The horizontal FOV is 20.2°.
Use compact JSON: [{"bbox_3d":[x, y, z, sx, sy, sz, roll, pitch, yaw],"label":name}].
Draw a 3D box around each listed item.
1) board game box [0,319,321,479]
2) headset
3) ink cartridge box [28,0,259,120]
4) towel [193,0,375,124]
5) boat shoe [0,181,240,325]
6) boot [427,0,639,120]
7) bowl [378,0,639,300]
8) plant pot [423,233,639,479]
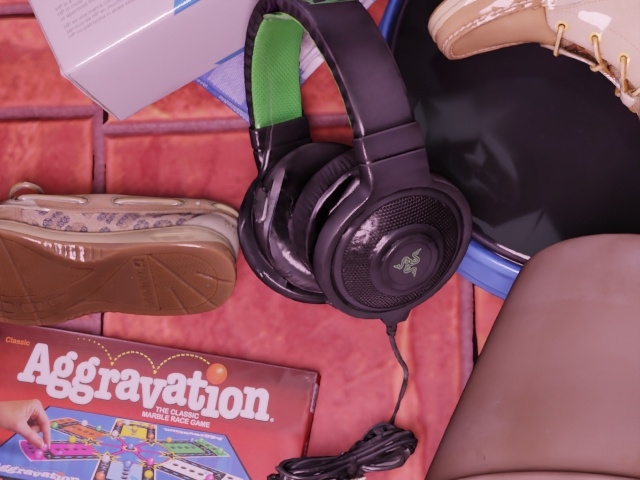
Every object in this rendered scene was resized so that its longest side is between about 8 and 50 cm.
[{"bbox_3d":[-0.150,0.159,1.511,0.281,0.027,0.145,8,78,10],"label":"board game box"},{"bbox_3d":[0.000,0.000,1.416,0.185,0.243,0.394,-17,101,-20],"label":"headset"},{"bbox_3d":[-0.159,-0.295,1.531,0.223,0.129,0.307,-29,69,7],"label":"ink cartridge box"},{"bbox_3d":[-0.038,-0.262,1.581,0.209,0.034,0.285,39,86,14],"label":"towel"},{"bbox_3d":[-0.208,0.008,1.524,0.285,0.104,0.089,4,39,4],"label":"boat shoe"},{"bbox_3d":[0.232,-0.133,1.409,0.262,0.095,0.203,-16,78,0],"label":"boot"},{"bbox_3d":[0.229,-0.132,1.495,0.391,0.077,0.391,-2,78,7],"label":"bowl"},{"bbox_3d":[0.222,0.160,1.341,0.323,0.323,0.280,6,62,9],"label":"plant pot"}]
